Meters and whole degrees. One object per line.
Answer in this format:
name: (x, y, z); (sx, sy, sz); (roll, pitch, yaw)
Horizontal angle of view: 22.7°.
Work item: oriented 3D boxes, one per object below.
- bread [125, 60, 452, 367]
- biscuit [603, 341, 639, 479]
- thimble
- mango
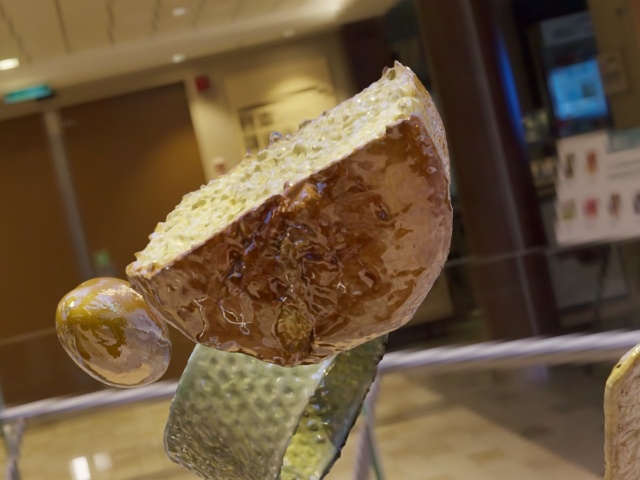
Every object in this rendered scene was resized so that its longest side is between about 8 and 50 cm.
bread: (0.000, 0.000, 1.480); (0.340, 0.179, 0.194); (-31, 21, 25)
biscuit: (0.381, 0.210, 1.862); (0.118, 0.247, 0.029); (-22, 41, -16)
thimble: (-0.045, 0.164, 1.786); (0.150, 0.271, 0.271); (26, 14, 14)
mango: (-0.259, 0.107, 1.944); (0.113, 0.138, 0.253); (-25, -17, 8)
